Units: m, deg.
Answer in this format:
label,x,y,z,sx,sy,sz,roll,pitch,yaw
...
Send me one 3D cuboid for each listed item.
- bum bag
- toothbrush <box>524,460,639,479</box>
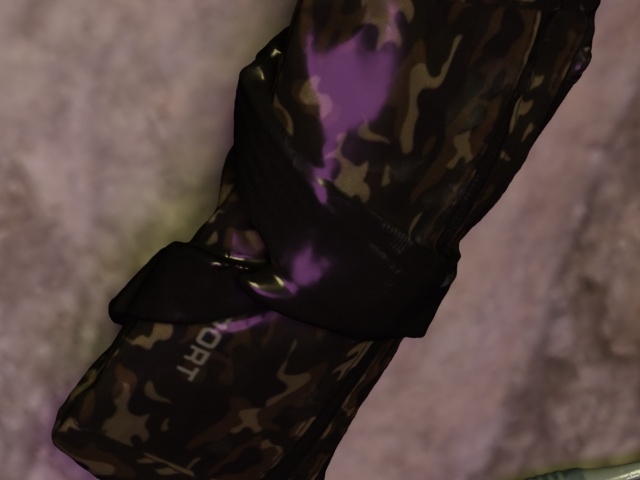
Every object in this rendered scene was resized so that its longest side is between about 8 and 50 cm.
label,x,y,z,sx,sy,sz,roll,pitch,yaw
bum bag,-0.001,0.000,0.595,0.102,0.069,0.248,-1,126,-48
toothbrush,0.071,0.090,0.684,0.219,0.016,0.019,-17,118,3
